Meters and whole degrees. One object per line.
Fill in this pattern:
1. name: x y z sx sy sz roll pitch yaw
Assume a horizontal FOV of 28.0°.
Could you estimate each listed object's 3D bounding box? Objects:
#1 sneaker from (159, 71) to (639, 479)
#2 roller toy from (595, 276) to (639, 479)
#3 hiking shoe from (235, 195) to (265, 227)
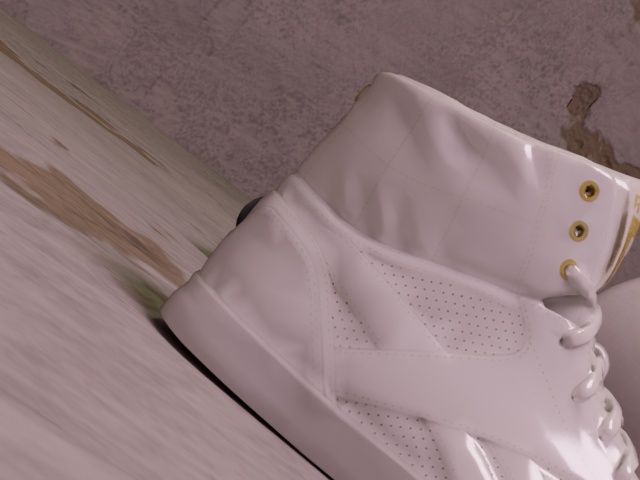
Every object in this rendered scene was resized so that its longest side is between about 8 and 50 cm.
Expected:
1. sneaker: 0.098 0.057 0.506 0.292 0.169 0.108 40 0 5
2. roller toy: 0.228 0.130 0.804 0.191 0.209 0.146 44 -2 -38
3. hiking shoe: 0.000 0.000 0.923 0.132 0.113 0.304 38 1 -19
